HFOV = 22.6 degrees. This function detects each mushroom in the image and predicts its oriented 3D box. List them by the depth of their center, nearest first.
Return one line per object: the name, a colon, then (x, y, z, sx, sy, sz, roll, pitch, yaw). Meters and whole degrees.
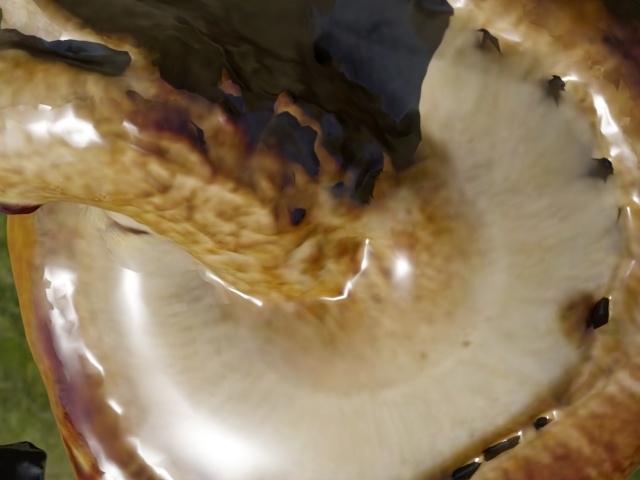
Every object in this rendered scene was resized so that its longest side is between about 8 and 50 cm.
mushroom: (0.000, 0.000, 0.674, 0.345, 0.345, 0.259, -8, -175, 9)

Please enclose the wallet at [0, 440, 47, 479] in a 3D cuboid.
wallet: (-0.194, 0.234, 0.728, 0.146, 0.285, 0.030, -7, -162, -43)
